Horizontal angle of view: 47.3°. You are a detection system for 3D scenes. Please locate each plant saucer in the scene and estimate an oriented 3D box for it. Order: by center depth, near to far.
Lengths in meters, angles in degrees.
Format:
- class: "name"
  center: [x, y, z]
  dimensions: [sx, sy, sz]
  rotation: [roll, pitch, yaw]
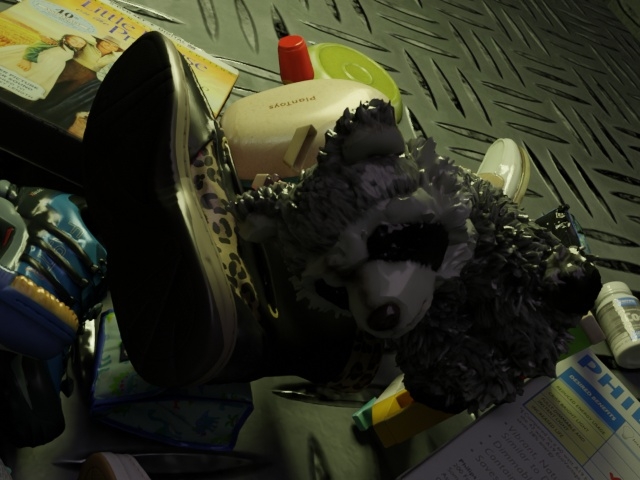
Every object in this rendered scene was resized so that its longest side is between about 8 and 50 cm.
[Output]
- class: "plant saucer"
  center: [0.066, -0.314, 1.432]
  dimensions: [0.241, 0.037, 0.241]
  rotation: [21, 39, -19]

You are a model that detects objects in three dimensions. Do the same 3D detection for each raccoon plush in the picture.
- class: "raccoon plush"
  center: [0.063, -0.025, 0.729]
  dimensions: [0.299, 0.216, 0.446]
  rotation: [41, 9, -20]

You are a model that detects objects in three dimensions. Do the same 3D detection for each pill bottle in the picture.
- class: "pill bottle"
  center: [0.518, 0.141, 1.245]
  dimensions: [0.078, 0.078, 0.137]
  rotation: [17, 40, -23]

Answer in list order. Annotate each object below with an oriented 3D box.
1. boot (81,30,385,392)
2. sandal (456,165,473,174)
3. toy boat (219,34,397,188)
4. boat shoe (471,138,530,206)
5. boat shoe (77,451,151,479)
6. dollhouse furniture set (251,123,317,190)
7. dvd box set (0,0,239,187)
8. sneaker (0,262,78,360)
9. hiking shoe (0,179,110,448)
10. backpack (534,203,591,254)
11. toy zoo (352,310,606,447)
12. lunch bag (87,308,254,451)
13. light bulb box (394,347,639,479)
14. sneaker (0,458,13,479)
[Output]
- class: "boot"
  center: [-0.080, -0.015, 0.750]
  dimensions: [0.284, 0.138, 0.377]
  rotation: [23, 38, -49]
- class: "sandal"
  center: [0.263, -0.048, 1.287]
  dimensions: [0.072, 0.049, 0.180]
  rotation: [-16, 74, -32]
- class: "toy boat"
  center: [-0.023, -0.184, 1.121]
  dimensions: [0.267, 0.148, 0.318]
  rotation: [-9, 40, 2]
- class: "boat shoe"
  center: [0.259, -0.063, 1.194]
  dimensions: [0.103, 0.113, 0.302]
  rotation: [28, 55, -8]
- class: "boat shoe"
  center: [-0.105, 0.291, 0.596]
  dimensions: [0.096, 0.098, 0.277]
  rotation: [-16, 69, -46]
- class: "dollhouse furniture set"
  center: [-0.017, -0.093, 0.927]
  dimensions: [0.081, 0.114, 0.091]
  rotation: [22, -5, 20]
- class: "dvd box set"
  center: [-0.285, -0.209, 0.974]
  dimensions: [0.307, 0.062, 0.420]
  rotation: [27, 29, -10]
- class: "sneaker"
  center: [-0.337, 0.053, 0.537]
  dimensions: [0.296, 0.112, 0.131]
  rotation: [20, 67, -12]
- class: "hiking shoe"
  center: [-0.256, 0.051, 0.709]
  dimensions: [0.132, 0.113, 0.304]
  rotation: [-2, 49, -24]
- class: "backpack"
  center: [0.420, 0.015, 1.289]
  dimensions: [0.084, 0.105, 0.114]
  rotation: [25, 43, -48]
- class: "toy zoo"
  center: [0.165, 0.145, 0.821]
  dimensions: [0.030, 0.293, 0.192]
  rotation: [59, 14, 2]
- class: "lunch bag"
  center: [-0.151, 0.130, 0.735]
  dimensions: [0.151, 0.096, 0.129]
  rotation: [11, 36, -19]
- class: "light bulb box"
  center: [0.227, 0.341, 0.682]
  dimensions: [0.361, 0.225, 0.358]
  rotation: [-16, 59, -47]
- class: "sneaker"
  center: [-0.254, 0.247, 0.543]
  dimensions: [0.122, 0.110, 0.283]
  rotation: [24, 37, -44]
